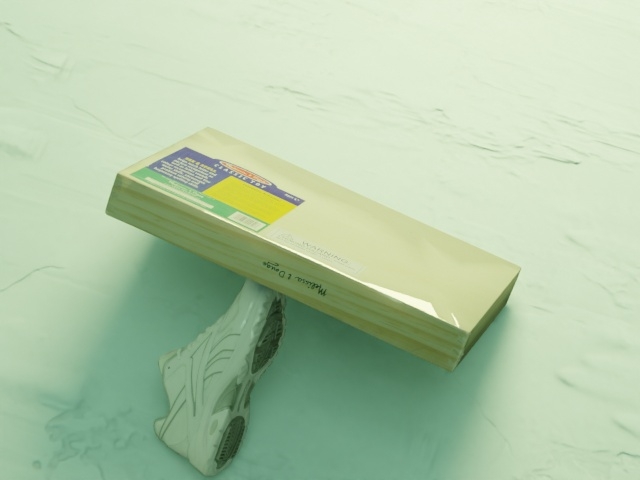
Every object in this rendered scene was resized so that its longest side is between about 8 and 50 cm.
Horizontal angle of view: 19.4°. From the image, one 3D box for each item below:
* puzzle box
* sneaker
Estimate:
[{"bbox_3d":[0.000,0.000,2.027,0.409,0.052,0.272,25,20,11],"label":"puzzle box"},{"bbox_3d":[-0.117,0.127,1.993,0.115,0.090,0.232,24,93,21],"label":"sneaker"}]
